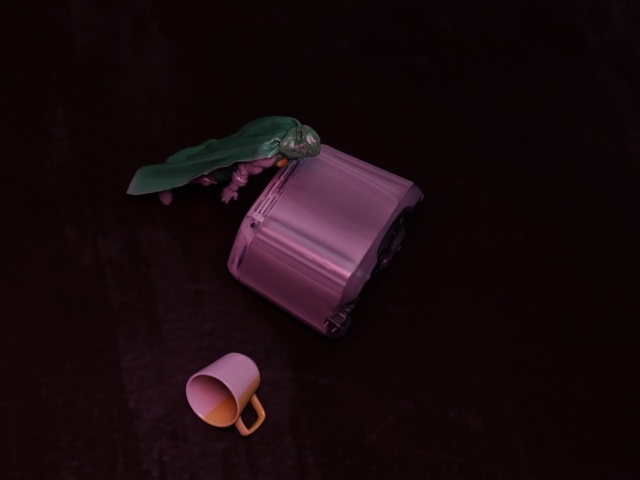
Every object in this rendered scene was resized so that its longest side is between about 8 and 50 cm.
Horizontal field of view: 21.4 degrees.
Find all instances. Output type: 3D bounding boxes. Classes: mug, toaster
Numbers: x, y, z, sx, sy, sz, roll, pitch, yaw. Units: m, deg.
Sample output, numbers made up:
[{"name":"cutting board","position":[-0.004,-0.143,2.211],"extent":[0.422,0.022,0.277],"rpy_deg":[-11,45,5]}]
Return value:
[{"name":"mug","position":[-0.092,0.151,1.705],"extent":[0.062,0.078,0.064],"rpy_deg":[8,30,28]},{"name":"toaster","position":[0.000,0.000,1.813],"extent":[0.146,0.129,0.227],"rpy_deg":[28,49,7]}]

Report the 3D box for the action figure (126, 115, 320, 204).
[{"name":"action figure","position":[-0.084,-0.086,1.788],"extent":[0.137,0.232,0.063],"rpy_deg":[-42,111,-39]}]
